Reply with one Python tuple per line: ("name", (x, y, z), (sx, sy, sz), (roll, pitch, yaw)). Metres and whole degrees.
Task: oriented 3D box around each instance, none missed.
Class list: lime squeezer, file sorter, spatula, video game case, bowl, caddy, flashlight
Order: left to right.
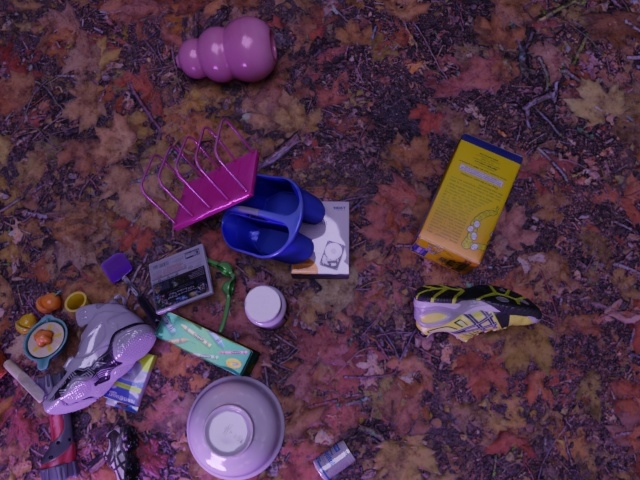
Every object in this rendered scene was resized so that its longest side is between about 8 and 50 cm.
("flashlight", (-0.776, 0.543, 1.604), (0.103, 0.103, 0.304), (-14, 78, -1))
("spatula", (-0.580, 0.160, 1.725), (0.084, 0.030, 0.296), (-39, 79, -10))
("video game case", (-0.432, 0.119, 1.703), (0.190, 0.022, 0.173), (-21, 63, 6))
("file sorter", (-0.358, -0.203, 1.639), (0.290, 0.182, 0.202), (-22, 41, 22))
("lime squeezer", (-0.310, 0.129, 1.694), (0.109, 0.059, 0.311), (-13, 60, -25))
("bowl", (-0.254, 0.540, 1.577), (0.297, 0.134, 0.298), (0, 77, 2))
("caddy", (-0.154, -0.066, 1.623), (0.341, 0.179, 0.242), (12, 84, 42))

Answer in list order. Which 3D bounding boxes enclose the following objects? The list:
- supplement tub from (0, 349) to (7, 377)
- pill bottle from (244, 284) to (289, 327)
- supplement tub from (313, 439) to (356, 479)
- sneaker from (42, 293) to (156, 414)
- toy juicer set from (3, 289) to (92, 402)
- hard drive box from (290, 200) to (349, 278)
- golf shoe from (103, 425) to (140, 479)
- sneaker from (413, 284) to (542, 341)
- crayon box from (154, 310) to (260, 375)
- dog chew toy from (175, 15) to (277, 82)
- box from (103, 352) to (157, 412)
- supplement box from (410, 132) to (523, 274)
("supplement tub", (-1.091, 0.425, 1.591), (0.316, 0.193, 0.194), (-37, 79, -7))
("pill bottle", (-0.156, 0.197, 1.609), (0.121, 0.221, 0.121), (0, 76, 1))
("supplement tub", (0.040, 0.631, 1.580), (0.107, 0.071, 0.071), (-34, 78, -7))
("sneaker", (-0.671, 0.326, 1.614), (0.365, 0.137, 0.210), (-41, 60, -7))
("toy juicer set", (-0.840, 0.288, 1.628), (0.209, 0.090, 0.329), (10, 61, 16))
("hard drive box", (0.000, 0.000, 1.721), (0.180, 0.089, 0.232), (0, 76, 1))
("golf shoe", (-0.579, 0.644, 1.597), (0.093, 0.077, 0.198), (-10, 70, 10))
("sneaker", (0.465, 0.222, 1.654), (0.384, 0.145, 0.147), (5, 108, 0))
("crayon box", (-0.326, 0.305, 1.616), (0.278, 0.165, 0.081), (24, 78, 6))
("dog chew toy", (-0.316, -0.619, 1.824), (0.331, 0.206, 0.207), (-6, 77, 8))
("box", (-0.575, 0.418, 1.659), (0.108, 0.042, 0.178), (16, 77, 5))
("supplement box", (0.440, -0.105, 1.682), (0.195, 0.194, 0.357), (25, 79, 7))
